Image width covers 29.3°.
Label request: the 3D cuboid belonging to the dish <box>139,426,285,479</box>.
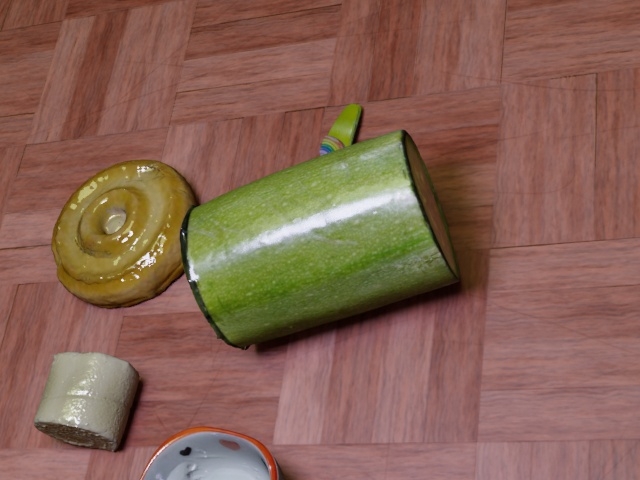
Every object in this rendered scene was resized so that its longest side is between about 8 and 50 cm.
[{"bbox_3d":[-0.158,0.414,1.842,0.256,0.117,0.256,-12,54,18],"label":"dish"}]

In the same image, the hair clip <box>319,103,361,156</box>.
[{"bbox_3d":[0.034,-0.170,2.187,0.060,0.033,0.188,7,63,27],"label":"hair clip"}]

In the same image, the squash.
[{"bbox_3d":[0.000,0.000,1.952,0.384,0.263,0.263,-19,53,13],"label":"squash"}]

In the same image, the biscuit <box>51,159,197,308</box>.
[{"bbox_3d":[-0.362,-0.020,2.232,0.296,0.102,0.296,-12,58,19],"label":"biscuit"}]

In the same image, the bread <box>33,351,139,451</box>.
[{"bbox_3d":[-0.389,0.262,2.037,0.148,0.134,0.141,7,62,13],"label":"bread"}]
